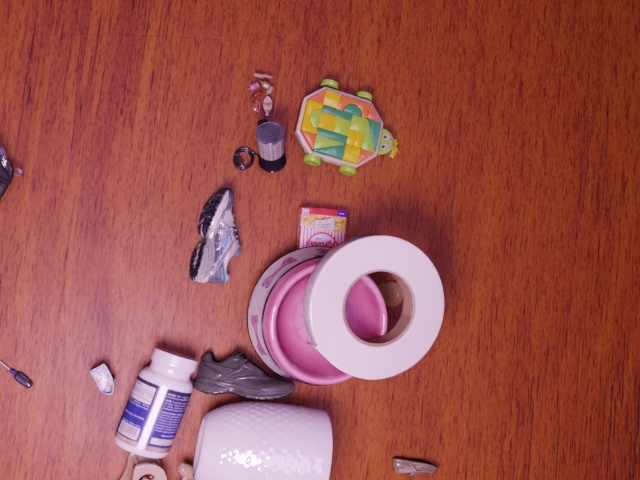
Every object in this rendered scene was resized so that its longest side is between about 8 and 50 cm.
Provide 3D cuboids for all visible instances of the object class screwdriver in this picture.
[{"bbox_3d":[-0.826,0.331,1.545,0.170,0.024,0.025,39,48,-9],"label":"screwdriver"}]

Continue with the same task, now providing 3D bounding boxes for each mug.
[{"bbox_3d":[-0.176,0.620,1.594,0.328,0.276,0.373,12,93,-13],"label":"mug"}]

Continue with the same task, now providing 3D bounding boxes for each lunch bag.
[{"bbox_3d":[-0.580,0.373,1.588,0.053,0.071,0.083,-26,92,-21],"label":"lunch bag"}]

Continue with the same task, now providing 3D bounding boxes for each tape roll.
[{"bbox_3d":[0.145,0.176,1.588,0.393,0.072,0.391,-1,93,-17],"label":"tape roll"}]

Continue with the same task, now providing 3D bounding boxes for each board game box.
[{"bbox_3d":[0.000,0.000,1.799,0.147,0.045,0.193,4,86,-16],"label":"board game box"}]

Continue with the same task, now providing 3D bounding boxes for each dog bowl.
[{"bbox_3d":[0.006,0.222,1.665,0.409,0.150,0.407,-1,94,-17],"label":"dog bowl"}]

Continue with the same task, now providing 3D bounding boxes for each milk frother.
[{"bbox_3d":[-0.181,-0.268,1.719,0.143,0.134,0.129,-34,65,-19],"label":"milk frother"}]

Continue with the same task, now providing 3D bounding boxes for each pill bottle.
[{"bbox_3d":[-0.434,0.430,1.585,0.153,0.153,0.264,23,80,-14],"label":"pill bottle"}]

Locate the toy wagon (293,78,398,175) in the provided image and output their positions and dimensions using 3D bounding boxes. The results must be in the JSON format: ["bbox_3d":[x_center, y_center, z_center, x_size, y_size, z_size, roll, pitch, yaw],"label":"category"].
[{"bbox_3d":[0.095,-0.341,1.842,0.345,0.068,0.267,14,82,-15],"label":"toy wagon"}]

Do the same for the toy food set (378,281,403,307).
[{"bbox_3d":[0.224,0.171,1.868,0.083,0.020,0.082,-5,88,-17],"label":"toy food set"}]

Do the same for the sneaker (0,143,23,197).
[{"bbox_3d":[-0.908,-0.218,1.522,0.269,0.101,0.153,43,75,-16],"label":"sneaker"}]

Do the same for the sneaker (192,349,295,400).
[{"bbox_3d":[-0.211,0.379,1.660,0.287,0.109,0.130,9,75,-2],"label":"sneaker"}]

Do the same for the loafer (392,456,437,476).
[{"bbox_3d":[0.290,0.706,1.834,0.148,0.056,0.050,12,83,-5],"label":"loafer"}]

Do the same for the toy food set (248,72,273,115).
[{"bbox_3d":[-0.183,-0.442,1.794,0.078,0.019,0.122,7,92,-16],"label":"toy food set"}]

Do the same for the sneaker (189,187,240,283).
[{"bbox_3d":[-0.288,-0.010,1.702,0.122,0.110,0.282,18,83,-33],"label":"sneaker"}]

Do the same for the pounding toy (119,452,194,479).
[{"bbox_3d":[-0.465,0.659,1.539,0.270,0.155,0.154,-38,120,-15],"label":"pounding toy"}]
